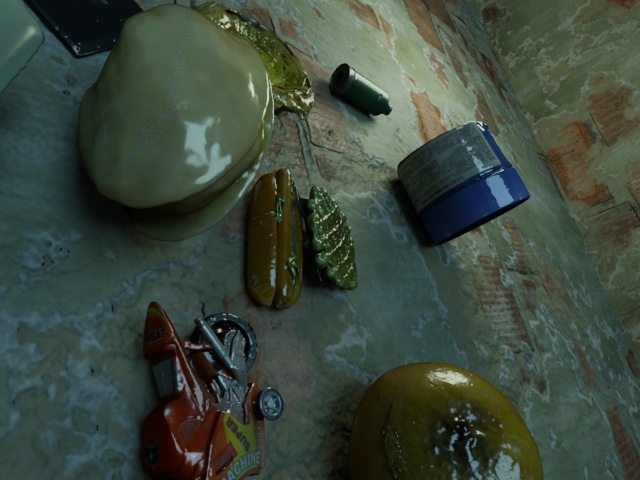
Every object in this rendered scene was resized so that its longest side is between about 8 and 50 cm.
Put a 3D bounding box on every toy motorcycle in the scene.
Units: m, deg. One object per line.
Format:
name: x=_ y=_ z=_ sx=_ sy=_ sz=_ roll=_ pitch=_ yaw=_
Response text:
toy motorcycle: x=-0.131 y=0.220 z=0.492 sx=0.171 sy=0.089 sz=0.298 roll=13 pitch=57 yaw=-39

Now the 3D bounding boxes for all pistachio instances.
pistachio: x=-0.184 y=-0.158 z=0.575 sx=0.229 sy=0.237 sz=0.321 roll=71 pitch=22 yaw=-61

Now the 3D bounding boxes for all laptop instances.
laptop: x=-0.357 y=-0.362 z=0.686 sx=0.129 sy=0.016 sz=0.180 roll=49 pitch=43 yaw=-9

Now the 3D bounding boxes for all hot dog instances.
hot dog: x=-0.069 y=-0.010 z=0.712 sx=0.100 sy=0.068 sz=0.250 roll=20 pitch=53 yaw=-37

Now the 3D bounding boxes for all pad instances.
pad: x=0.000 y=0.000 z=0.776 sx=0.112 sy=0.003 sz=0.157 roll=-3 pitch=76 yaw=-70

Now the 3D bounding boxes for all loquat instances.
loquat: x=0.165 y=0.305 z=0.613 sx=0.263 sy=0.263 sz=0.263 roll=24 pitch=51 yaw=-33

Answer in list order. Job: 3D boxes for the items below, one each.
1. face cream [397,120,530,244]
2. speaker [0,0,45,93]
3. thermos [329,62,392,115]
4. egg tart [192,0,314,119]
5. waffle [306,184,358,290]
face cream: x=0.341 y=-0.140 z=1.062 sx=0.249 sy=0.249 sz=0.225 roll=-15 pitch=76 yaw=-48
speaker: x=-0.412 y=-0.118 z=0.335 sx=0.184 sy=0.183 sz=0.406 roll=52 pitch=35 yaw=-45
thermos: x=0.112 y=-0.377 z=1.124 sx=0.187 sy=0.083 sz=0.073 roll=19 pitch=76 yaw=-38
egg tart: x=-0.131 y=-0.310 z=0.807 sx=0.290 sy=0.107 sz=0.291 roll=27 pitch=39 yaw=-24
waffle: x=0.023 y=-0.003 z=0.782 sx=0.169 sy=0.036 sz=0.184 roll=41 pitch=35 yaw=-54
